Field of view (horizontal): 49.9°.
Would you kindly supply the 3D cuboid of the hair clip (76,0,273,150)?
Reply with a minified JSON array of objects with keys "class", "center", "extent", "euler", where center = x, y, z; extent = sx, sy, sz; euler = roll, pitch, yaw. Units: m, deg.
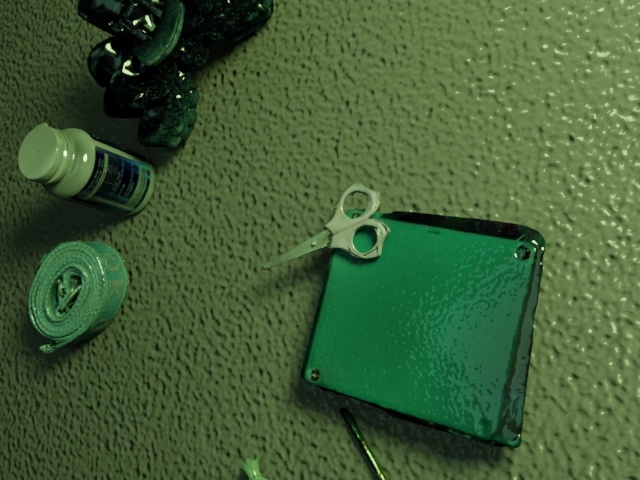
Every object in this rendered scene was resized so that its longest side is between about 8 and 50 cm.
[{"class":"hair clip","center":[-0.214,-0.291,0.996],"extent":[0.194,0.206,0.310],"euler":[38,98,28]}]

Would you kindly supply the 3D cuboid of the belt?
[{"class":"belt","center":[-0.379,0.079,1.082],"extent":[0.163,0.082,0.147],"euler":[-28,78,17]}]

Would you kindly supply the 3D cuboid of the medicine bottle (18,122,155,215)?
[{"class":"medicine bottle","center":[-0.350,-0.106,1.039],"extent":[0.107,0.191,0.106],"euler":[-6,77,27]}]

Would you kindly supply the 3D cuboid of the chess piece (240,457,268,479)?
[{"class":"chess piece","center":[-0.078,0.326,0.894],"extent":[0.042,0.042,0.093],"euler":[-40,59,15]}]

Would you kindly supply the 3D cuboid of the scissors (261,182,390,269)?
[{"class":"scissors","center":[0.000,0.000,0.872],"extent":[0.189,0.015,0.100],"euler":[-25,70,24]}]

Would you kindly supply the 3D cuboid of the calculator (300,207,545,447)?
[{"class":"calculator","center":[0.122,0.093,0.822],"extent":[0.274,0.058,0.248],"euler":[8,82,30]}]

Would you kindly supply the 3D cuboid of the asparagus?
[{"class":"asparagus","center":[0.067,0.276,0.840],"extent":[0.013,0.016,0.166],"euler":[-25,63,-14]}]
